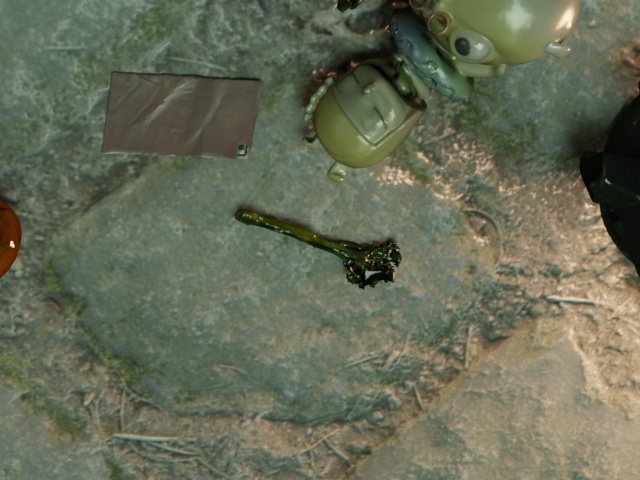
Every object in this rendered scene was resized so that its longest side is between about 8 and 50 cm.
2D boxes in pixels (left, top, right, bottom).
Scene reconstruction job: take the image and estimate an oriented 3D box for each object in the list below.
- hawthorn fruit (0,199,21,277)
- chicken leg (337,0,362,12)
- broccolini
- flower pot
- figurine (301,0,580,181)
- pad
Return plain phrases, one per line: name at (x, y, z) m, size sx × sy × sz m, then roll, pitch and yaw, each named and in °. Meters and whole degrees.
hawthorn fruit at (-0.417, 0.002, 1.647) m, size 0.128 × 0.128 × 0.128 m, roll -10°, pitch 127°, yaw -14°
chicken leg at (0.114, -0.398, 1.488) m, size 0.152 × 0.201 × 0.429 m, roll 40°, pitch 134°, yaw -4°
broccolini at (-0.004, 0.002, 1.862) m, size 0.254 × 0.071 × 0.057 m, roll 22°, pitch 156°, yaw -25°
flower pot at (0.505, -0.063, 1.829) m, size 0.282 × 0.299 × 0.299 m, roll 17°, pitch 117°, yaw -37°
figurine at (0.144, -0.216, 1.683) m, size 0.394 × 0.227 × 0.274 m, roll -42°, pitch 156°, yaw 19°
pad at (-0.168, -0.151, 1.698) m, size 0.187 × 0.006 × 0.113 m, roll 1°, pitch 125°, yaw -19°
